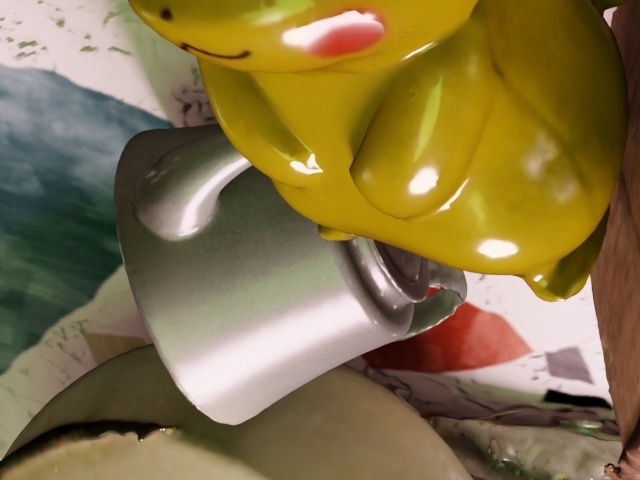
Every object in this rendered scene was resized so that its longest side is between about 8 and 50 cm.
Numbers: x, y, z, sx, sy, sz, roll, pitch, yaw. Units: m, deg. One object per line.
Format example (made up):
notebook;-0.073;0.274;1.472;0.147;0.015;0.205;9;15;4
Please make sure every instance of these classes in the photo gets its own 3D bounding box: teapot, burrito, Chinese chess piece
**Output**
teapot;0.000;0.000;0.908;0.149;0.162;0.239;-21;147;17
burrito;0.174;0.157;1.062;0.309;0.066;0.096;12;137;6
Chinese chess piece;-0.052;0.229;1.052;0.349;0.146;0.349;12;116;26

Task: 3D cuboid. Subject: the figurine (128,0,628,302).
figurine;0.025;-0.112;0.667;0.218;0.169;0.327;13;158;36

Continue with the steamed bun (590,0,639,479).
steamed bun;0.229;-0.030;0.747;0.199;0.252;0.301;3;140;-2
